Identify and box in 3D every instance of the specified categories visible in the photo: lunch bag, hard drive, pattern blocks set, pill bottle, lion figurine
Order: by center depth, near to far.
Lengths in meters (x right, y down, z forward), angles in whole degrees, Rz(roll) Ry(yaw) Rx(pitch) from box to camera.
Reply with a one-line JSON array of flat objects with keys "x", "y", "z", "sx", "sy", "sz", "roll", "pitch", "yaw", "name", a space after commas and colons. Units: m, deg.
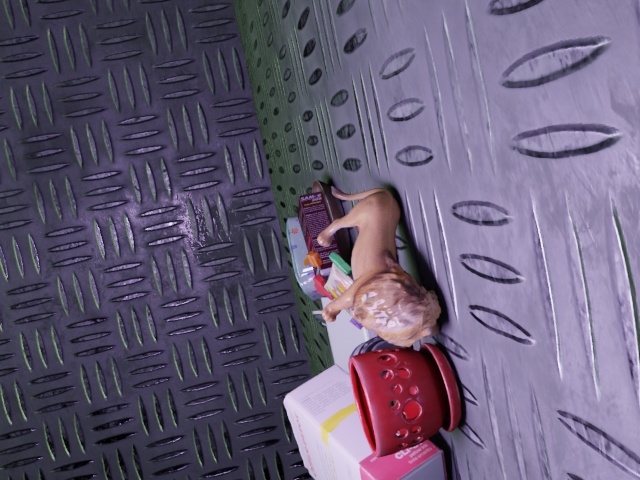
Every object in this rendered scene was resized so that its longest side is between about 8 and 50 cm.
[{"x": 0.107, "y": 0.024, "z": 1.333, "sx": 0.240, "sy": 0.142, "sz": 0.392, "roll": -35, "pitch": 57, "yaw": 49, "name": "lion figurine"}, {"x": 0.138, "y": 0.284, "z": 1.579, "sx": 0.219, "sy": 0.122, "sz": 0.123, "roll": 117, "pitch": 140, "yaw": -76, "name": "pill bottle"}, {"x": 0.067, "y": 0.136, "z": 1.691, "sx": 0.285, "sy": 0.026, "sz": 0.325, "roll": 42, "pitch": 162, "yaw": 20, "name": "pattern blocks set"}, {"x": 0.097, "y": 0.304, "z": 1.919, "sx": 0.203, "sy": 0.040, "sz": 0.308, "roll": -9, "pitch": 94, "yaw": 58, "name": "hard drive"}, {"x": -0.025, "y": 0.052, "z": 2.275, "sx": 0.224, "sy": 0.107, "sz": 0.279, "roll": 51, "pitch": -155, "yaw": -69, "name": "lunch bag"}]

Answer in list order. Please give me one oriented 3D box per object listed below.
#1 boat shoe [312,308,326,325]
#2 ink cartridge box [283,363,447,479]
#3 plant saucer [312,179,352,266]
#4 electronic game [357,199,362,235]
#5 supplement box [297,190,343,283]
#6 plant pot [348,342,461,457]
[{"x": 0.049, "y": 0.257, "z": 2.150, "sx": 0.319, "sy": 0.116, "sz": 0.099, "roll": 150, "pitch": 111, "yaw": -76, "name": "boat shoe"}, {"x": 0.104, "y": 0.498, "z": 1.546, "sx": 0.384, "sy": 0.160, "sz": 0.279, "roll": 30, "pitch": 141, "yaw": 50, "name": "ink cartridge box"}, {"x": 0.037, "y": -0.031, "z": 2.027, "sx": 0.310, "sy": 0.050, "sz": 0.311, "roll": 168, "pitch": 90, "yaw": -82, "name": "plant saucer"}, {"x": 0.121, "y": 0.018, "z": 1.550, "sx": 0.229, "sy": 0.048, "sz": 0.229, "roll": 167, "pitch": 90, "yaw": -82, "name": "electronic game"}, {"x": 0.000, "y": 0.000, "z": 1.910, "sx": 0.130, "sy": 0.073, "sz": 0.240, "roll": 99, "pitch": 155, "yaw": -68, "name": "supplement box"}, {"x": 0.157, "y": 0.290, "z": 1.286, "sx": 0.191, "sy": 0.174, "sz": 0.191, "roll": 167, "pitch": 90, "yaw": -81, "name": "plant pot"}]
